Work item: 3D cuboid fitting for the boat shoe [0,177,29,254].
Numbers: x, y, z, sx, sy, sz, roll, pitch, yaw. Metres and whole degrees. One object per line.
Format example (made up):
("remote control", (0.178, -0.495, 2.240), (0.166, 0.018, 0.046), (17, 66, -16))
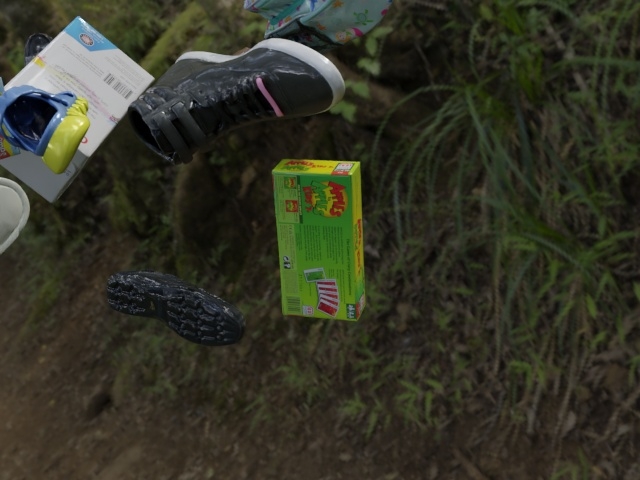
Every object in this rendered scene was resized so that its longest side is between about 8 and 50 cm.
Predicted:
("boat shoe", (-0.499, 0.017, 1.075), (0.319, 0.116, 0.099), (-36, 24, -24))

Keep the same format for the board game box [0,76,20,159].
("board game box", (-0.682, -0.184, 1.556), (0.275, 0.142, 0.144), (-25, 29, -35))

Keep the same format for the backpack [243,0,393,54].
("backpack", (0.015, -0.405, 1.345), (0.253, 0.191, 0.225), (2, 74, 57))

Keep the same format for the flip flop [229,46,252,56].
("flip flop", (-0.099, -0.279, 1.510), (0.277, 0.080, 0.112), (-8, 19, -30))

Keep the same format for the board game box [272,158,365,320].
("board game box", (0.000, 0.000, 1.050), (0.092, 0.181, 0.043), (3, 25, 15))

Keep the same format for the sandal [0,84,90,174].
("sandal", (-0.459, -0.202, 1.492), (0.126, 0.138, 0.317), (-61, 21, 0))

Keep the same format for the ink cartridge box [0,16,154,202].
("ink cartridge box", (-0.506, -0.258, 1.813), (0.197, 0.198, 0.270), (-37, 18, 45))

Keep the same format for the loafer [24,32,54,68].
("loafer", (-0.613, -0.340, 2.111), (0.109, 0.303, 0.095), (-14, -1, -14))

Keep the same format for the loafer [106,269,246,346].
("loafer", (-0.190, 0.084, 1.245), (0.223, 0.076, 0.078), (16, 24, 27))

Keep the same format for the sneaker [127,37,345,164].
("sneaker", (-0.108, -0.149, 1.058), (0.295, 0.105, 0.147), (8, 50, 44))
